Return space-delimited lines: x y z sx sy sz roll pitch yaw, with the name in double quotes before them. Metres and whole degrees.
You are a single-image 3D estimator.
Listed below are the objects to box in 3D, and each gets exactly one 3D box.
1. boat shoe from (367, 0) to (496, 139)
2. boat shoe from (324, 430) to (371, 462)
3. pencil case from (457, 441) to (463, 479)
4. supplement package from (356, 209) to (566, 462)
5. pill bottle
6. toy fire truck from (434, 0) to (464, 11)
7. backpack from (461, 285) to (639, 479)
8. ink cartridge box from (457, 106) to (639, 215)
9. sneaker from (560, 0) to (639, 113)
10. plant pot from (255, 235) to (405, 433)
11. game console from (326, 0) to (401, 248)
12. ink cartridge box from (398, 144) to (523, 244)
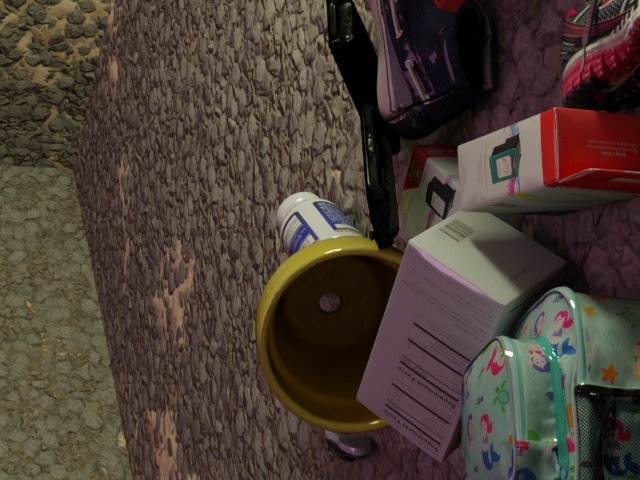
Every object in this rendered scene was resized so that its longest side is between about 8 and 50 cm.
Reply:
"boat shoe" 0.147 -0.313 1.486 0.158 0.127 0.340 -22 71 51
"boat shoe" 0.043 0.317 1.751 0.142 0.049 0.040 -170 76 -72
"pencil case" 0.221 0.352 1.265 0.124 0.124 0.284 153 115 -63
"supplement package" 0.156 0.107 1.312 0.134 0.139 0.244 35 129 25
"pill bottle" 0.000 0.000 1.780 0.187 0.112 0.112 -127 44 -55
"toy fire truck" 0.182 -0.359 1.359 0.047 0.135 0.192 130 135 -54
"backpack" 0.241 0.176 1.125 0.225 0.191 0.253 114 168 -65
"ink cartridge box" 0.257 -0.080 1.177 0.231 0.134 0.078 163 108 -64
"sneaker" 0.314 -0.225 1.078 0.299 0.121 0.112 143 126 -61
"plant pot" 0.031 0.108 1.572 0.239 0.254 0.254 -127 42 -77
"game console" 0.062 -0.153 1.510 0.361 0.044 0.213 -93 -18 -44
"ink cartridge box" 0.171 -0.029 1.444 0.175 0.072 0.127 -127 44 -55
